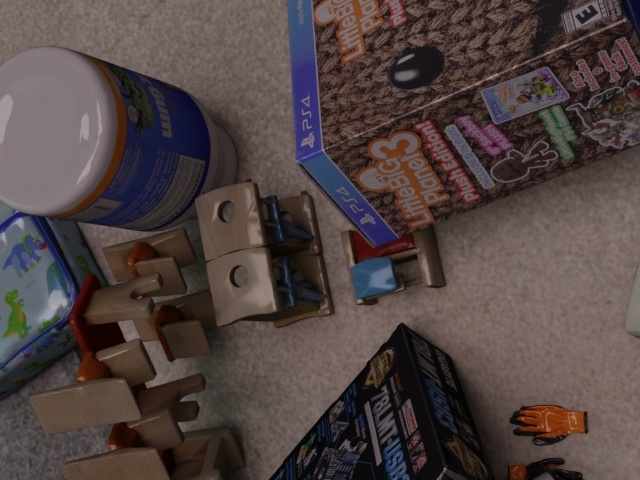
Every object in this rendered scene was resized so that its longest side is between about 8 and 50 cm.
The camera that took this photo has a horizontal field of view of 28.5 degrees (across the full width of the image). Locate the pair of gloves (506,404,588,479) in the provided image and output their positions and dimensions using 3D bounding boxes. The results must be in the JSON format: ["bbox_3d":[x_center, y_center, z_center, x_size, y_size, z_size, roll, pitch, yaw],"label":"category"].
[{"bbox_3d":[0.207,0.192,1.154,0.074,0.010,0.083,1,87,24],"label":"pair of gloves"}]

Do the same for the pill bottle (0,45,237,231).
[{"bbox_3d":[-0.191,-0.087,1.211,0.152,0.272,0.152,-2,86,24],"label":"pill bottle"}]

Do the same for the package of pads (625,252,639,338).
[{"bbox_3d":[0.397,-0.042,1.037,0.229,0.101,0.297,11,91,25],"label":"package of pads"}]

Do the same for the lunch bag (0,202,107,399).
[{"bbox_3d":[-0.350,0.063,1.374,0.219,0.090,0.176,-35,70,17],"label":"lunch bag"}]

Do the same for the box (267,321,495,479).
[{"bbox_3d":[0.020,0.248,1.090,0.073,0.295,0.293,37,102,-15],"label":"box"}]

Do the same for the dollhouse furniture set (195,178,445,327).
[{"bbox_3d":[0.000,0.000,1.197,0.183,0.129,0.129,-16,80,23],"label":"dollhouse furniture set"}]

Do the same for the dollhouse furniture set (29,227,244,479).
[{"bbox_3d":[-0.180,0.156,1.207,0.135,0.262,0.259,-12,118,13],"label":"dollhouse furniture set"}]

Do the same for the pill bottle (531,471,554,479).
[{"bbox_3d":[0.141,0.286,1.103,0.186,0.112,0.112,-32,73,0],"label":"pill bottle"}]

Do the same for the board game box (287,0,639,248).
[{"bbox_3d":[0.131,-0.166,1.096,0.291,0.141,0.232,-22,48,21],"label":"board game box"}]
